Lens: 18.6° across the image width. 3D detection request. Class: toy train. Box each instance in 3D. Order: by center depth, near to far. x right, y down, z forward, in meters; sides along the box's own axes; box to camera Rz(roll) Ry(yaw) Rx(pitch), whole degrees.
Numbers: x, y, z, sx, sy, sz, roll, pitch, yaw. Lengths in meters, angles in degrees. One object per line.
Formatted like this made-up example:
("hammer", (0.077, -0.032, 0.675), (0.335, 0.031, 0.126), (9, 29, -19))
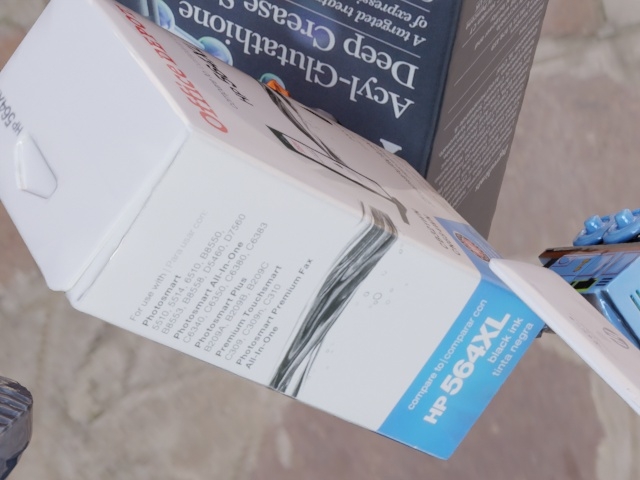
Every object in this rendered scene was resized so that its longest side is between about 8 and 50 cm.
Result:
("toy train", (0.206, 0.031, 1.349), (0.105, 0.080, 0.184), (-37, 11, -17))

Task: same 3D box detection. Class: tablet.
("tablet", (0.097, 0.035, 0.675), (0.083, 0.054, 0.006), (46, 108, 27))

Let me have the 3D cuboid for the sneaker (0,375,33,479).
("sneaker", (-0.266, 0.188, 1.044), (0.112, 0.131, 0.319), (14, 34, 31))

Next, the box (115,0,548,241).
("box", (-0.012, -0.141, 1.427), (0.293, 0.395, 0.212), (25, 45, 16))

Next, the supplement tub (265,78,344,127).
("supplement tub", (0.000, 0.000, 1.208), (0.117, 0.117, 0.190), (-43, 96, -11))

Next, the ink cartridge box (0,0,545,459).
("ink cartridge box", (-0.026, -0.008, 0.808), (0.086, 0.203, 0.148), (-54, 39, 12))
